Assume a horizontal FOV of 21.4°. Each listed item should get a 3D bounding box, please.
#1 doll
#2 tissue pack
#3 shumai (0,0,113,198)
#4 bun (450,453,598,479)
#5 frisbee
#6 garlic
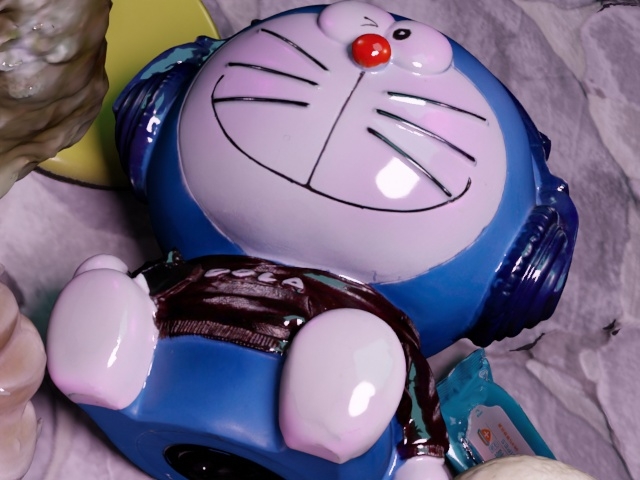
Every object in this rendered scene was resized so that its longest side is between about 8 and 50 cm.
[{"bbox_3d":[0.000,0.000,0.974,0.284,0.240,0.310,16,63,7],"label":"doll"},{"bbox_3d":[0.118,0.144,1.098,0.138,0.028,0.085,53,48,1],"label":"tissue pack"},{"bbox_3d":[-0.314,-0.139,0.799,0.348,0.395,0.395,-27,76,-16],"label":"shumai"},{"bbox_3d":[0.127,0.221,0.998,0.188,0.111,0.164,47,61,-3],"label":"bun"},{"bbox_3d":[-0.159,-0.135,1.097,0.236,0.017,0.236,19,50,-24],"label":"frisbee"},{"bbox_3d":[-0.205,0.060,0.868,0.131,0.127,0.194,6,23,-6],"label":"garlic"}]
